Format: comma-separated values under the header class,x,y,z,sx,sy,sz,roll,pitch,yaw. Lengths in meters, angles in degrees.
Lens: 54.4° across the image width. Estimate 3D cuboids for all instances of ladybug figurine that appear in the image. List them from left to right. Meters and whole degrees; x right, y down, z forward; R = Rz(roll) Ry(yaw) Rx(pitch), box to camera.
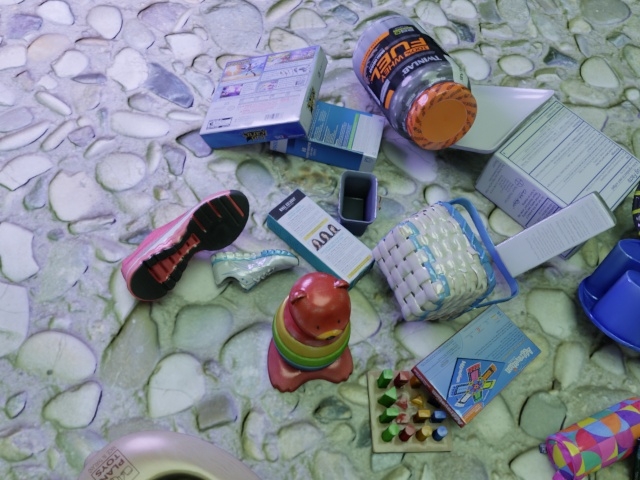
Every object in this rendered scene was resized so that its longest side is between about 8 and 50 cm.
class,x,y,z,sx,sy,sz,roll,pitch,yaw
ladybug figurine,-0.216,0.505,1.021,0.449,0.162,0.305,40,64,14

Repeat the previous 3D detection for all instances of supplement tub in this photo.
class,x,y,z,sx,sy,sz,roll,pitch,yaw
supplement tub,0.225,-0.380,1.506,0.207,0.207,0.338,-13,47,-15

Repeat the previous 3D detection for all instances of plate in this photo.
class,x,y,z,sx,sy,sz,roll,pitch,yaw
plate,0.393,-0.300,1.556,0.278,0.045,0.277,-40,37,-25

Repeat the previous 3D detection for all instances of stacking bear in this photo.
class,x,y,z,sx,sy,sz,roll,pitch,yaw
stacking bear,-0.012,0.158,1.168,0.175,0.289,0.164,-8,62,-12

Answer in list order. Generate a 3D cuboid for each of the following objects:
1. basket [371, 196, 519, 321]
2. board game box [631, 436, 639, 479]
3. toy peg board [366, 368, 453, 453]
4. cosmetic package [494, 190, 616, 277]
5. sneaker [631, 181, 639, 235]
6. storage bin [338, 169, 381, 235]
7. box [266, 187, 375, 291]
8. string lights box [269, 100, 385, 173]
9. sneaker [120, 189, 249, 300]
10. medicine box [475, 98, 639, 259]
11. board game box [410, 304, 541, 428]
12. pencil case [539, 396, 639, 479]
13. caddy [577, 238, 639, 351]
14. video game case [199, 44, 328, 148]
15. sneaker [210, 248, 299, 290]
class,x,y,z,sx,sy,sz,roll,pitch,yaw
basket,0.271,0.036,1.330,0.289,0.201,0.255,-14,67,-29
board game box,0.697,0.408,1.227,0.186,0.126,0.026,-18,28,-16
toy peg board,0.181,0.326,1.223,0.160,0.079,0.161,1,61,-7
cosmetic package,0.500,-0.013,1.330,0.085,0.231,0.117,60,27,8
sneaker,0.803,-0.006,1.326,0.147,0.145,0.385,10,47,-22
storage bin,0.086,-0.078,1.428,0.098,0.091,0.135,7,61,-4
box,0.000,0.000,1.390,0.244,0.060,0.100,41,64,15
string lights box,0.018,-0.263,1.530,0.259,0.077,0.133,14,60,1
sneaker,-0.294,-0.014,1.315,0.314,0.116,0.136,-40,37,-18
medicine box,0.577,-0.151,1.502,0.289,0.149,0.263,43,64,15
board game box,0.325,0.247,1.279,0.281,0.027,0.145,-28,66,-36
pencil case,0.556,0.393,1.229,0.236,0.104,0.104,-18,65,-14
caddy,0.737,0.149,1.346,0.341,0.179,0.241,19,38,3
video game case,-0.133,-0.343,1.496,0.269,0.061,0.244,-2,58,25
sneaker,-0.139,0.068,1.337,0.190,0.071,0.083,-5,68,-1
